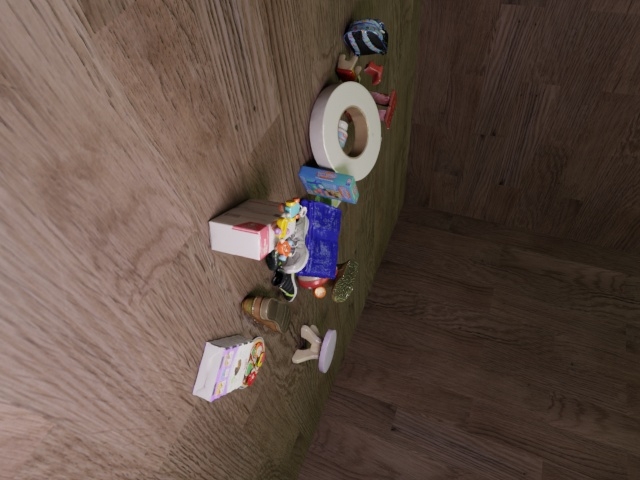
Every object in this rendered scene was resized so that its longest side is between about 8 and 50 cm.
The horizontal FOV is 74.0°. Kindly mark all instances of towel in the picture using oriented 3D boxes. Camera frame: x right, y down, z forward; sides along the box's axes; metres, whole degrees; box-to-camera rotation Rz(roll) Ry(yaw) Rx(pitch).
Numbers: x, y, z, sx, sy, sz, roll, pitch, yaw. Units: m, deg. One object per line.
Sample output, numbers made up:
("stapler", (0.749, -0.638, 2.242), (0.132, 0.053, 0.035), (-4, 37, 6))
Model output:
("towel", (0.000, 0.000, 1.730), (0.228, 0.076, 0.307), (10, 84, -44))

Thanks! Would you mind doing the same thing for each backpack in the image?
("backpack", (0.179, -0.824, 1.702), (0.173, 0.159, 0.116), (12, 84, -61))

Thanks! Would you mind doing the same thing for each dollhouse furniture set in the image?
("dollhouse furniture set", (0.198, -0.625, 1.826), (0.374, 0.202, 0.152), (20, 85, -73))

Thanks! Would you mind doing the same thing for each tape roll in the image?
("tape roll", (0.110, -0.429, 1.697), (0.392, 0.072, 0.391), (-12, 105, -49))

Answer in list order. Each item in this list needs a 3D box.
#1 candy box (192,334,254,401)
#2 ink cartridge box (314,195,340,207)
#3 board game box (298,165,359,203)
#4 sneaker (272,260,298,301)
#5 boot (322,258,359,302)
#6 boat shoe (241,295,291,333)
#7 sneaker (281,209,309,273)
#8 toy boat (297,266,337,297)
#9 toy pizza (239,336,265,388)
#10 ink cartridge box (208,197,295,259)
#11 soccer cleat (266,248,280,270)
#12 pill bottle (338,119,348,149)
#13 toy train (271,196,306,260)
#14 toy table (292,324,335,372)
("candy box", (-0.303, 0.397, 1.348), (0.196, 0.070, 0.164), (18, 87, -72))
("ink cartridge box", (0.043, -0.191, 1.936), (0.209, 0.062, 0.108), (-54, 154, -48))
("board game box", (0.035, -0.214, 1.650), (0.160, 0.211, 0.047), (61, 47, -67))
("sneaker", (-0.151, 0.155, 1.648), (0.097, 0.084, 0.234), (-30, 137, -33))
("boot", (0.061, 0.207, 2.049), (0.270, 0.089, 0.236), (-22, -148, 57))
("boat shoe", (-0.189, 0.260, 1.542), (0.307, 0.105, 0.110), (66, 33, -61))
("sneaker", (-0.110, -0.007, 1.543), (0.115, 0.105, 0.281), (58, 24, -47))
("toy boat", (-0.010, 0.184, 1.903), (0.231, 0.151, 0.150), (-11, 95, -70))
("toy pizza", (-0.256, 0.466, 1.612), (0.201, 0.032, 0.201), (15, 90, -72))
("ink cartridge box", (-0.185, -0.039, 1.201), (0.218, 0.159, 0.092), (-46, 143, -57))
("soccer cleat", (-0.170, 0.020, 1.483), (0.072, 0.060, 0.178), (-5, 106, -57))
("pill bottle", (0.061, -0.415, 1.767), (0.087, 0.087, 0.160), (43, 63, -70))
("toy train", (-0.095, -0.036, 1.149), (0.125, 0.046, 0.166), (61, 45, -61))
("toy table", (-0.022, 0.544, 2.182), (0.252, 0.161, 0.273), (-45, 146, -59))
